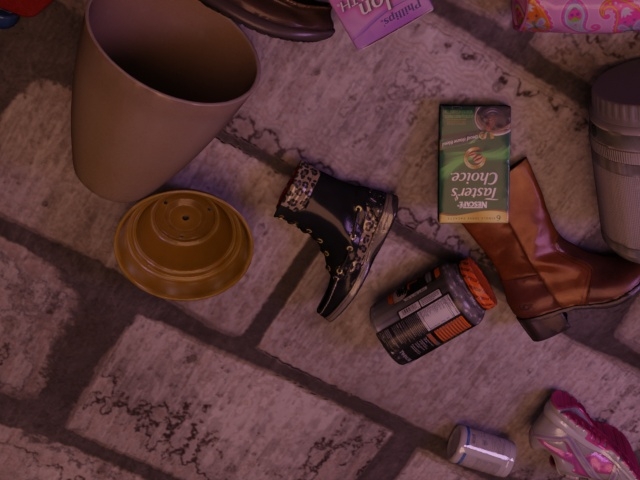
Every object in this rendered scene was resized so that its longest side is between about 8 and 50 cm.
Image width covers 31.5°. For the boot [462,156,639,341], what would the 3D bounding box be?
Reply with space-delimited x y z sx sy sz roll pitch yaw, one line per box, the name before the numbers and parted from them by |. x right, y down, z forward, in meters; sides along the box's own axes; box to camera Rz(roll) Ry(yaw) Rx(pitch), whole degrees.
boot | 0.385 -0.013 1.832 0.264 0.096 0.280 -28 102 15

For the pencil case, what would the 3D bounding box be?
pencil case | 0.411 -0.353 1.616 0.284 0.124 0.124 2 117 0

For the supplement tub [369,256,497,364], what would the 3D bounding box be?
supplement tub | 0.185 0.113 1.858 0.190 0.117 0.117 -32 113 14

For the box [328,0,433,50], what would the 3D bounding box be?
box | 0.038 -0.413 1.530 0.117 0.213 0.243 -28 114 14

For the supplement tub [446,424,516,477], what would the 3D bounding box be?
supplement tub | 0.285 0.375 2.019 0.107 0.071 0.071 19 116 -10

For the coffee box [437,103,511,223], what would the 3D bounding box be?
coffee box | 0.237 -0.117 1.753 0.113 0.040 0.184 1 101 1

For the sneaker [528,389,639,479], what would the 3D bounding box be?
sneaker | 0.467 0.374 2.011 0.252 0.103 0.111 39 115 -11

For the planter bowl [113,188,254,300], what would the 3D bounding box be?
planter bowl | -0.215 -0.014 1.799 0.217 0.090 0.217 -2 128 -3

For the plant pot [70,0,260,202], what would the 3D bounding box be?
plant pot | -0.258 -0.192 1.652 0.256 0.256 0.274 24 131 -12

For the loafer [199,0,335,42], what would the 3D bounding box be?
loafer | -0.134 -0.390 1.587 0.366 0.134 0.130 24 104 -11

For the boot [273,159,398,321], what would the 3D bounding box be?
boot | 0.000 -0.001 1.818 0.179 0.085 0.236 24 108 -10

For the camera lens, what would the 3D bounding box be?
camera lens | 0.516 -0.113 1.682 0.219 0.219 0.274 -12 117 6

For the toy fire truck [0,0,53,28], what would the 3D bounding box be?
toy fire truck | -0.484 -0.419 1.577 0.302 0.169 0.254 20 140 -9
